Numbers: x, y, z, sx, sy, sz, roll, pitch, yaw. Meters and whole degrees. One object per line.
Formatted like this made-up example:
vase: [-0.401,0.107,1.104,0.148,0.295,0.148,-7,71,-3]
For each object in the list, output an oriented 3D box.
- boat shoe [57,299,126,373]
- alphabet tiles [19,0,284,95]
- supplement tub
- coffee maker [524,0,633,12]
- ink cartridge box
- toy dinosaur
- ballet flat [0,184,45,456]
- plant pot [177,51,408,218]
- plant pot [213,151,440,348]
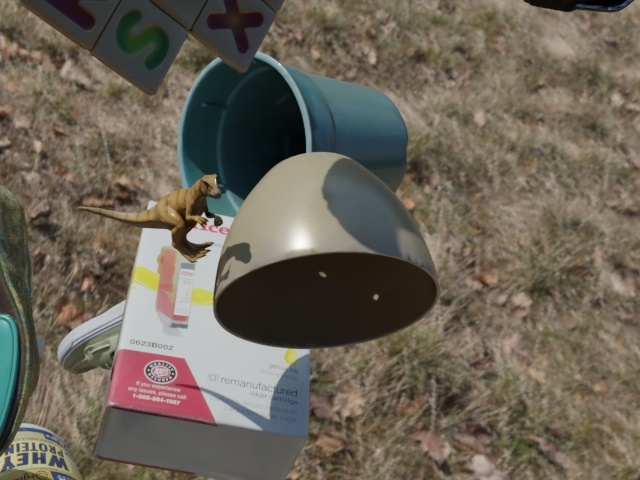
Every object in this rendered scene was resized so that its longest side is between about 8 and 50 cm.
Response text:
boat shoe: [-0.397,0.196,1.755,0.109,0.302,0.094,8,56,-48]
alphabet tiles: [-0.136,-0.282,0.634,0.342,0.011,0.285,35,76,-36]
supplement tub: [-0.503,0.481,1.579,0.228,0.316,0.229,-11,115,-26]
coffee maker: [0.237,-0.326,0.908,0.171,0.178,0.120,-3,46,14]
ink cartridge box: [-0.164,0.146,1.396,0.279,0.160,0.385,12,46,-11]
toy dinosaur: [-0.179,-0.029,1.111,0.064,0.211,0.112,-44,112,-53]
ballet flat: [-0.391,0.091,1.124,0.123,0.123,0.349,-4,76,-31]
plant pot: [-0.031,-0.171,1.722,0.334,0.341,0.341,-7,67,-48]
plant pot: [0.000,0.000,1.197,0.284,0.284,0.191,9,57,-25]
